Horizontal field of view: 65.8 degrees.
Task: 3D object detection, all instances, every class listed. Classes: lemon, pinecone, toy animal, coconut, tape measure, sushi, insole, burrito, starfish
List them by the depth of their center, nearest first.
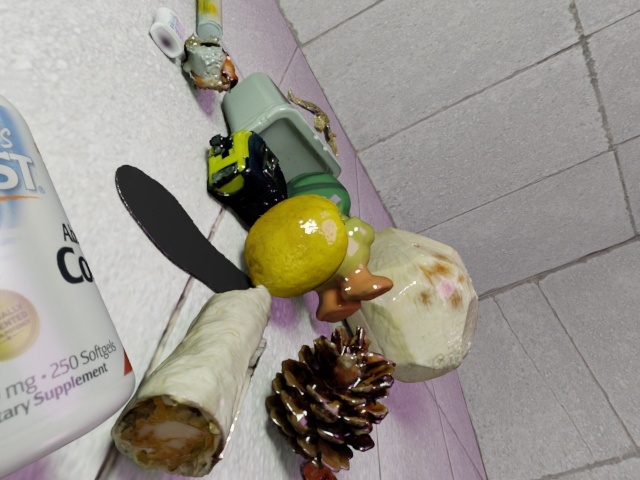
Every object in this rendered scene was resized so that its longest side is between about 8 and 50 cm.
[{"bbox_3d":[-0.126,0.147,0.554,0.105,0.143,0.299,31,15,-3],"label":"burrito"},{"bbox_3d":[0.022,0.239,0.765,0.184,0.205,0.179,51,10,6],"label":"pinecone"},{"bbox_3d":[-0.189,0.017,0.765,0.348,0.009,0.118,52,22,-41],"label":"insole"},{"bbox_3d":[-0.044,0.010,0.892,0.170,0.207,0.170,53,-13,17],"label":"lemon"},{"bbox_3d":[-0.139,-0.132,0.972,0.199,0.112,0.186,50,20,-48],"label":"tape measure"},{"bbox_3d":[-0.238,-0.371,1.030,0.103,0.097,0.226,62,-1,-39],"label":"sushi"},{"bbox_3d":[-0.003,-0.001,1.078,0.191,0.216,0.338,4,56,-42],"label":"toy animal"},{"bbox_3d":[-0.011,-0.292,1.205,0.208,0.053,0.175,41,19,-26],"label":"starfish"},{"bbox_3d":[0.233,0.159,1.328,0.415,0.345,0.415,57,20,-35],"label":"coconut"}]

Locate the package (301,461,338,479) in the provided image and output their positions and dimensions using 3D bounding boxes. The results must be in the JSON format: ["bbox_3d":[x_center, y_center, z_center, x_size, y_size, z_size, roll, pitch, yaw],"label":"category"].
[{"bbox_3d":[0.010,0.401,0.804,0.110,0.033,0.077,54,37,10],"label":"package"}]

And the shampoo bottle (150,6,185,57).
[{"bbox_3d":[-0.301,-0.417,0.982,0.072,0.043,0.099,52,19,-44],"label":"shampoo bottle"}]

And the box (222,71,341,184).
[{"bbox_3d":[-0.102,-0.248,1.189,0.312,0.175,0.182,40,20,-58],"label":"box"}]

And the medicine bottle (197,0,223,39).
[{"bbox_3d":[-0.282,-0.585,1.259,0.074,0.074,0.218,48,25,-48],"label":"medicine bottle"}]

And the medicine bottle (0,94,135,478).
[{"bbox_3d":[-0.245,0.003,0.314,0.288,0.157,0.157,66,15,2],"label":"medicine bottle"}]

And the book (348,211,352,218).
[{"bbox_3d":[0.048,-0.079,1.643,0.371,0.043,0.260,46,25,-51],"label":"book"}]
